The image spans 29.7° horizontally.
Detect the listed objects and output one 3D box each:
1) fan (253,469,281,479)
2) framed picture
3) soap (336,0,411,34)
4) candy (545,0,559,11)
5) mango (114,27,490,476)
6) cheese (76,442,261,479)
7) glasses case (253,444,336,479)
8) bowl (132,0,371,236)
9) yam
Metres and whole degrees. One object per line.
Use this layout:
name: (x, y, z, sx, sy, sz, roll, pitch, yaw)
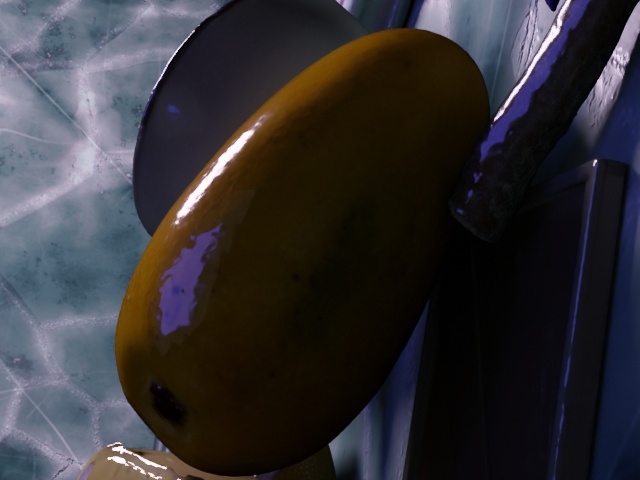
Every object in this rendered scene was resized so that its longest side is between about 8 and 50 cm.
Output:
fan: (-0.009, 0.187, 1.279, 0.282, 0.023, 0.057, -50, 0, -17)
framed picture: (0.130, 0.178, 0.970, 0.326, 0.028, 0.446, 154, 127, -74)
soap: (0.066, -0.328, 1.557, 0.145, 0.091, 0.231, -107, 33, -59)
candy: (0.203, -0.332, 1.034, 0.145, 0.070, 0.275, 107, 163, -48)
mango: (0.000, 0.000, 1.060, 0.446, 0.232, 0.300, -53, -16, -12)
cheese: (-0.065, 0.296, 1.107, 0.259, 0.316, 0.128, 26, 84, 45)
glasses case: (-0.071, 0.341, 1.339, 0.141, 0.173, 0.371, 132, 146, -66)
bowl: (-0.025, -0.100, 1.378, 0.185, 0.354, 0.354, 33, 119, 28)
yam: (0.179, -0.121, 0.913, 0.274, 0.061, 0.061, -61, 19, 25)
